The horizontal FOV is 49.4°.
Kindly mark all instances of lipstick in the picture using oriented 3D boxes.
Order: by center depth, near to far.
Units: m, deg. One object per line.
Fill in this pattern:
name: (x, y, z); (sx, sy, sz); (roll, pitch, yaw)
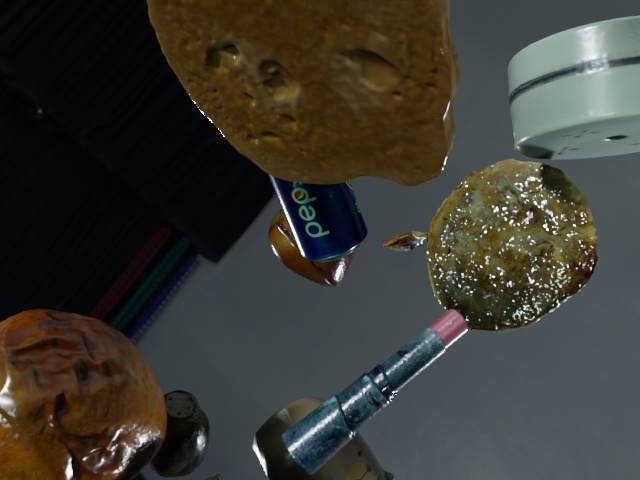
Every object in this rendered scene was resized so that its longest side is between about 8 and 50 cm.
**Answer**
lipstick: (0.062, 0.155, 0.753); (0.053, 0.234, 0.053); (49, 180, 0)

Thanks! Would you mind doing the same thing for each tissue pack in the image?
tissue pack: (0.014, 0.625, 1.927); (0.387, 0.276, 0.267); (60, 167, -25)

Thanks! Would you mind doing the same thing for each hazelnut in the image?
hazelnut: (0.000, 0.000, 1.443); (0.208, 0.208, 0.208); (36, 172, 6)

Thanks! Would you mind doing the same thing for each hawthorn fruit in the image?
hawthorn fruit: (-0.549, 0.359, 1.408); (0.471, 0.472, 0.472); (36, 172, 6)

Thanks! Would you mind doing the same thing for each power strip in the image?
power strip: (0.504, -0.249, 1.178); (0.357, 0.162, 0.357); (-3, 175, 0)

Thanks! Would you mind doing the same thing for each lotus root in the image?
lotus root: (-0.348, 0.472, 1.669); (0.275, 0.160, 0.152); (102, 148, -43)

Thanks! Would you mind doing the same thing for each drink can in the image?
drink can: (-0.009, -0.074, 1.076); (0.118, 0.118, 0.205); (23, 140, 60)

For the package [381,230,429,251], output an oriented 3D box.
package: (0.247, 0.002, 1.980); (0.108, 0.031, 0.120); (-27, 157, 38)

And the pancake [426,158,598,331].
pancake: (0.365, 0.006, 1.368); (0.356, 0.356, 0.065); (32, -168, 34)

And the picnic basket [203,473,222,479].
picnic basket: (-0.292, 0.603, 1.507); (0.154, 0.196, 0.134); (118, 134, -63)

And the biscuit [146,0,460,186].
biscuit: (-0.023, -0.221, 0.788); (0.365, 0.062, 0.385); (6, 139, 29)
